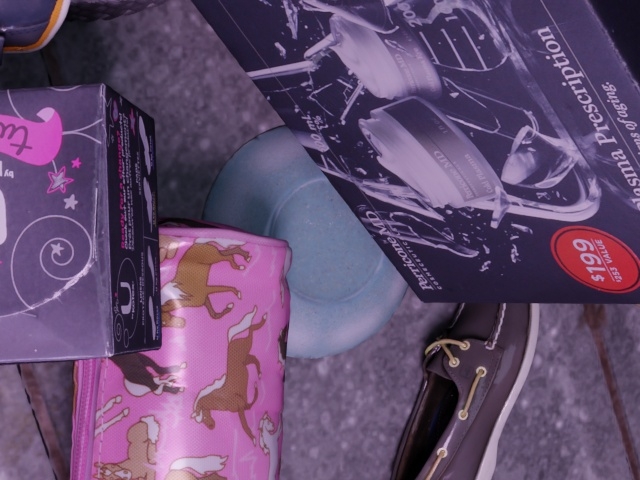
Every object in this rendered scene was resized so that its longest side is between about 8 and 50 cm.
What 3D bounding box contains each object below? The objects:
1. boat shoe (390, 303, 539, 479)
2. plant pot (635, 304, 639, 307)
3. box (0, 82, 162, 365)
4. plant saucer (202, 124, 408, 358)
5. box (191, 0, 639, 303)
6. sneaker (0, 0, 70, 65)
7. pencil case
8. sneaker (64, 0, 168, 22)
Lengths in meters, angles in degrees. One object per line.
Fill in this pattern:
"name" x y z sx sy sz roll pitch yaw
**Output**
"boat shoe" 0.119 0.119 1.037 0.068 0.081 0.228 18 86 -26
"plant pot" 0.387 -0.120 1.055 0.280 0.323 0.323 -31 102 -36
"box" -0.232 -0.004 0.762 0.247 0.142 0.163 -3 87 3
"plant saucer" 0.000 0.000 1.011 0.195 0.037 0.195 0 90 -23
"box" 0.134 -0.129 0.874 0.343 0.312 0.179 52 59 -26
"sneaker" -0.242 -0.151 0.758 0.321 0.126 0.127 -32 127 -5
"pencil case" -0.109 0.170 0.901 0.160 0.167 0.386 4 88 8
"sneaker" -0.198 -0.218 0.887 0.281 0.105 0.115 -6 93 -23
